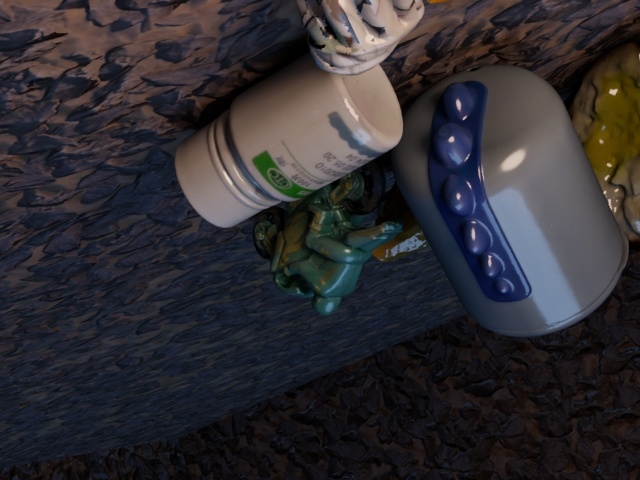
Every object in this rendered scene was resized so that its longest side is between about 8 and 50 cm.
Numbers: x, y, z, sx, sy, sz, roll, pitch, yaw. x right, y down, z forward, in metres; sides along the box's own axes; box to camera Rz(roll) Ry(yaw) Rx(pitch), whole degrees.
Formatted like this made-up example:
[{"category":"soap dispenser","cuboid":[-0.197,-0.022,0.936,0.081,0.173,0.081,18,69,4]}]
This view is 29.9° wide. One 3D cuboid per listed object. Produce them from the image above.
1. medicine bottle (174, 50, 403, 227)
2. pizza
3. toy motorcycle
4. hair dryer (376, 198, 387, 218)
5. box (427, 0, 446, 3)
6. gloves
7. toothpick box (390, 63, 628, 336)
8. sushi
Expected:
[{"category":"medicine bottle","cuboid":[-0.038,-0.112,1.318,0.236,0.139,0.139,-29,164,28]},{"category":"pizza","cuboid":[0.179,-0.085,1.788,0.335,0.086,0.226,-38,-156,-17]},{"category":"toy motorcycle","cuboid":[0.001,-0.001,1.707,0.109,0.198,0.296,-2,157,-40]},{"category":"hair dryer","cuboid":[0.216,-0.074,1.933,0.206,0.075,0.237,-11,178,-15]},{"category":"box","cuboid":[0.210,-0.309,1.100,0.152,0.044,0.269,-14,165,-25]},{"category":"gloves","cuboid":[0.041,-0.220,1.081,0.127,0.111,0.212,-14,174,-4]},{"category":"toothpick box","cuboid":[0.228,-0.058,1.521,0.263,0.263,0.355,-23,131,12]},{"category":"sushi","cuboid":[0.504,-0.143,1.693,0.294,0.281,0.299,-17,161,-41]}]
